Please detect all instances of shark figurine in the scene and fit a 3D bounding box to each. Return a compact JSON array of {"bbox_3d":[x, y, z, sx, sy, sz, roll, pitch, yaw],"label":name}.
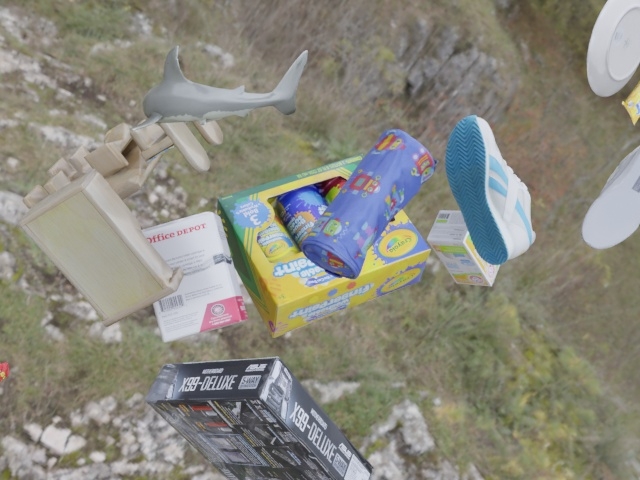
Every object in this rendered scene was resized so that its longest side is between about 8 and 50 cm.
[{"bbox_3d":[-0.167,-0.221,1.162,0.166,0.278,0.116,-36,122,-62],"label":"shark figurine"}]

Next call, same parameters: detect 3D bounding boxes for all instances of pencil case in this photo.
[{"bbox_3d":[0.091,-0.064,1.508,0.119,0.133,0.306,23,64,31],"label":"pencil case"}]

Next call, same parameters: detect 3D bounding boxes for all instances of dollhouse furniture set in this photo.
[{"bbox_3d":[-0.375,-0.065,1.615,0.256,0.362,0.394,55,21,-22],"label":"dollhouse furniture set"}]

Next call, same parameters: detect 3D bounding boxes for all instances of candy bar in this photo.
[{"bbox_3d":[0.510,-0.237,1.276,0.161,0.018,0.040,-45,106,-31],"label":"candy bar"}]

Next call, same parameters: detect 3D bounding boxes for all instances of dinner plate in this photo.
[{"bbox_3d":[0.381,-0.249,1.029,0.141,0.141,0.017,-4,22,-43],"label":"dinner plate"}]

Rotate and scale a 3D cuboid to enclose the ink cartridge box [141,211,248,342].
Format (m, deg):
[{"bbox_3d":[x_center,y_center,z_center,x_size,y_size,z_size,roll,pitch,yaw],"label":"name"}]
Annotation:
[{"bbox_3d":[-0.269,0.076,1.716,0.100,0.172,0.237,39,36,-84],"label":"ink cartridge box"}]

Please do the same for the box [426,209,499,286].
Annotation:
[{"bbox_3d":[0.385,0.022,2.160,0.203,0.114,0.103,51,56,-40],"label":"box"}]

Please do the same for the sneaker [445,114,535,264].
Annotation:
[{"bbox_3d":[0.262,-0.082,1.256,0.092,0.087,0.229,-22,99,-35],"label":"sneaker"}]

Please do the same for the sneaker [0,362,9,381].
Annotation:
[{"bbox_3d":[-0.641,0.262,1.538,0.118,0.107,0.279,9,39,-43],"label":"sneaker"}]

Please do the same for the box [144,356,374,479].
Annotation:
[{"bbox_3d":[-0.093,0.312,1.302,0.307,0.242,0.076,54,44,-32],"label":"box"}]

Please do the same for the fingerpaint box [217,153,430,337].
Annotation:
[{"bbox_3d":[0.000,0.000,2.153,0.444,0.163,0.371,-19,57,-21],"label":"fingerpaint box"}]

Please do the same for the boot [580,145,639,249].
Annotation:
[{"bbox_3d":[0.593,-0.086,1.592,0.095,0.258,0.123,40,-1,8],"label":"boot"}]
